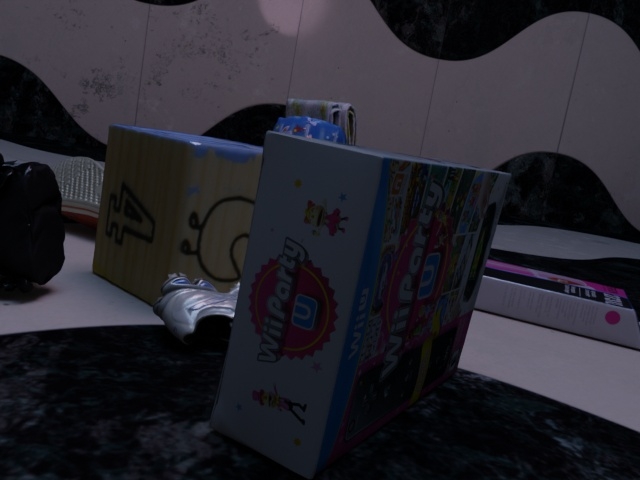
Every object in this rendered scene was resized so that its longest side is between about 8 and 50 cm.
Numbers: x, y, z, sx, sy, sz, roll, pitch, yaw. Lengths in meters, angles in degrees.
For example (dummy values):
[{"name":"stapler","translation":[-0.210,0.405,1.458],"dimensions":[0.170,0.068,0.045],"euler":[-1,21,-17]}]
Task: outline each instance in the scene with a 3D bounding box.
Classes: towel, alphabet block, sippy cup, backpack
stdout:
[{"name":"towel","translation":[-0.011,-0.221,1.735],"dimensions":[0.090,0.320,0.374],"euler":[-1,13,-23]},{"name":"alphabet block","translation":[-0.158,-0.034,0.822],"dimensions":[0.192,0.197,0.193],"euler":[0,14,-45]},{"name":"sippy cup","translation":[-0.040,-0.155,1.445],"dimensions":[0.306,0.223,0.240],"euler":[10,-6,1]},{"name":"backpack","translation":[-0.384,-0.016,0.710],"dimensions":[0.182,0.151,0.115],"euler":[-1,2,9]}]

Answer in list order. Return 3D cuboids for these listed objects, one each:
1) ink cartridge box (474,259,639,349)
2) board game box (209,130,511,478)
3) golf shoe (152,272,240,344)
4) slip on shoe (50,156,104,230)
[{"name":"ink cartridge box","translation":[0.382,0.098,1.026],"dimensions":[0.371,0.069,0.176],"euler":[16,11,19]},{"name":"board game box","translation":[0.054,0.035,0.549],"dimensions":[0.098,0.223,0.303],"euler":[18,12,30]},{"name":"golf shoe","translation":[-0.083,0.083,0.670],"dimensions":[0.176,0.069,0.086],"euler":[0,33,-33]},{"name":"slip on shoe","translation":[-0.376,-0.063,1.083],"dimensions":[0.331,0.101,0.123],"euler":[16,51,30]}]
